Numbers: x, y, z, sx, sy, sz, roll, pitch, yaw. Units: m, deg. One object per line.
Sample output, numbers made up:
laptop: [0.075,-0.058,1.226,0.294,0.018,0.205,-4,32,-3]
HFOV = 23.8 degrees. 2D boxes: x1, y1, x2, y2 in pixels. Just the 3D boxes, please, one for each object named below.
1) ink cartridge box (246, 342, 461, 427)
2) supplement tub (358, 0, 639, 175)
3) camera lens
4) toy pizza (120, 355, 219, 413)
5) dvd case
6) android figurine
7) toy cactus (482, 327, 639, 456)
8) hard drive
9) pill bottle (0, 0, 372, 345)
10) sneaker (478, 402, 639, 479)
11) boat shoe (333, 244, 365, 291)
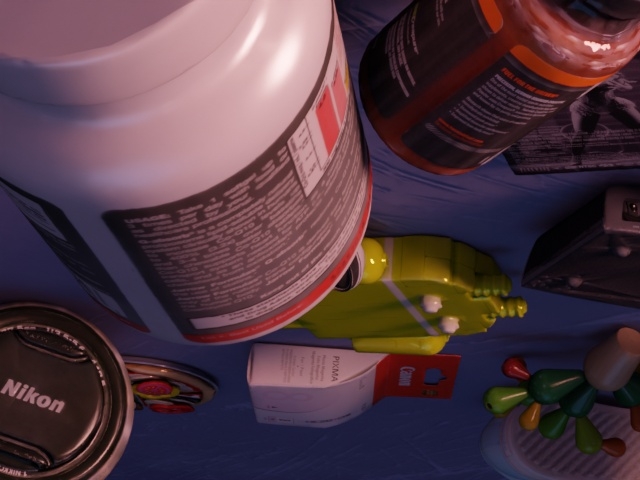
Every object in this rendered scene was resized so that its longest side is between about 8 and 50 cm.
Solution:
ink cartridge box: [0.037,0.173,1.741,0.232,0.066,0.189,7,160,4]
supplement tub: [0.111,-0.118,0.854,0.106,0.106,0.198,15,153,-26]
camera lens: [-0.330,0.198,1.644,0.219,0.219,0.274,10,159,-15]
toy pizza: [-0.225,0.182,1.847,0.201,0.032,0.201,4,160,1]
dvd case: [0.187,-0.097,1.031,0.165,0.018,0.221,-2,159,20]
android figurine: [0.052,0.050,1.407,0.273,0.056,0.248,-1,159,18]
toy cactus: [0.283,0.147,1.589,0.219,0.112,0.180,13,139,-16]
hard drive: [0.312,0.015,1.254,0.255,0.054,0.172,9,159,-16]
pill bottle: [-0.089,-0.089,0.837,0.210,0.210,0.363,2,159,8]
sneaker: [0.362,0.266,1.840,0.366,0.135,0.150,20,164,-15]
boat shoe: [0.000,0.000,1.237,0.049,0.040,0.142,-2,139,19]
